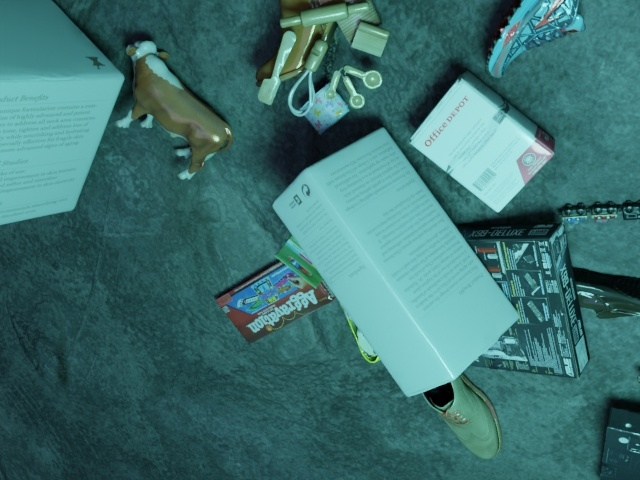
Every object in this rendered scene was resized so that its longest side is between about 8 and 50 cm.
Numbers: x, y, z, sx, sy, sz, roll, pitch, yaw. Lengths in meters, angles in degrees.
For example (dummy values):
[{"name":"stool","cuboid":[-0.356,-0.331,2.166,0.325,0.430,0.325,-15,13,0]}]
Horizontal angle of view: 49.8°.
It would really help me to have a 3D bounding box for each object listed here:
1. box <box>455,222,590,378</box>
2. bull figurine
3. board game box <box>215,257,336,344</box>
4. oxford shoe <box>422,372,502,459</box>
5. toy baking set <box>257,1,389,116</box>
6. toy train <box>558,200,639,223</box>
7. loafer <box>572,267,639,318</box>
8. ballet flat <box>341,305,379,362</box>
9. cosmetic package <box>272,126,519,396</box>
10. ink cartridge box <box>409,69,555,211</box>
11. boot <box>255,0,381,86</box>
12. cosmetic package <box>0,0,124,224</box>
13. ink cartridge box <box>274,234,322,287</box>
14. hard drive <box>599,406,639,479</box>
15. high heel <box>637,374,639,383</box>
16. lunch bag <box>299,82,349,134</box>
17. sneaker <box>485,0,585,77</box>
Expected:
[{"name":"box","cuboid":[0.383,0.119,1.377,0.242,0.076,0.307,-2,115,41]},{"name":"bull figurine","cuboid":[-0.331,-0.283,1.492,0.310,0.101,0.188,43,126,0]},{"name":"board game box","cuboid":[-0.111,0.138,1.650,0.281,0.027,0.145,-31,102,31]},{"name":"oxford shoe","cuboid":[0.291,0.368,1.538,0.123,0.130,0.348,-28,102,30]},{"name":"toy baking set","cuboid":[0.002,-0.329,1.267,0.256,0.030,0.196,-6,115,3]},{"name":"toy train","cuboid":[0.532,-0.051,1.301,0.158,0.027,0.036,-2,124,22]},{"name":"loafer","cuboid":[0.568,0.115,1.343,0.220,0.080,0.078,16,124,25]},{"name":"ballet flat","cuboid":[0.092,0.175,1.556,0.077,0.077,0.231,-14,108,27]},{"name":"cosmetic package","cuboid":[0.142,0.037,1.316,0.453,0.230,0.161,55,144,4]},{"name":"ink cartridge box","cuboid":[0.301,-0.186,1.289,0.218,0.092,0.158,38,122,-1]},{"name":"boot","cuboid":[-0.051,-0.435,1.297,0.283,0.109,0.220,-26,104,27]},{"name":"cosmetic package","cuboid":[-0.689,-0.279,1.459,0.327,0.329,0.393,46,124,18]},{"name":"ink cartridge box","cuboid":[0.000,0.000,1.430,0.109,0.209,0.062,40,123,0]},{"name":"hard drive","cuboid":[0.750,0.461,1.387,0.339,0.064,0.236,9,135,26]},{"name":"high heel","cuboid":[0.750,0.356,1.371,0.261,0.093,0.186,10,116,11]},{"name":"lunch bag","cuboid":[0.013,-0.267,1.389,0.071,0.053,0.083,49,131,-3]},{"name":"sneaker","cuboid":[0.382,-0.372,1.161,0.125,0.104,0.262,34,122,1]}]
